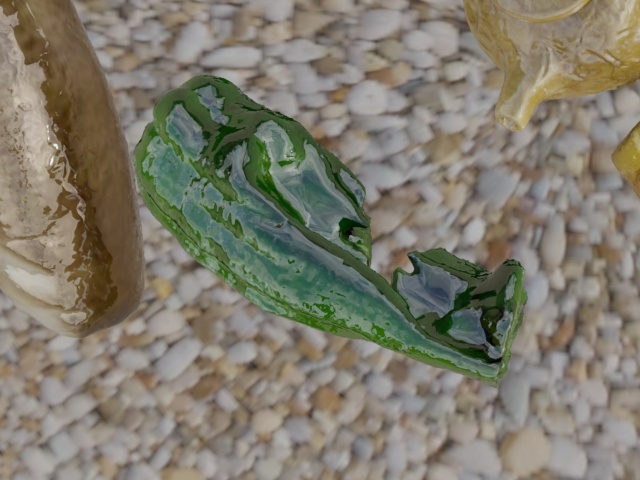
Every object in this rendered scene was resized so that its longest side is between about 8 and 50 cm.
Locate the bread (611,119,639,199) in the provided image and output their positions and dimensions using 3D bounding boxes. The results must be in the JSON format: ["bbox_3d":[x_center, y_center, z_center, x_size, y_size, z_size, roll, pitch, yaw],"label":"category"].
[{"bbox_3d":[0.366,-0.089,1.646,0.143,0.269,0.195,51,132,9],"label":"bread"}]

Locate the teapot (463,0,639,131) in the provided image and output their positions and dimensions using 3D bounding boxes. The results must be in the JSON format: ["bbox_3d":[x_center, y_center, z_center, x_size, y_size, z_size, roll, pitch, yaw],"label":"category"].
[{"bbox_3d":[0.203,-0.237,1.572,0.203,0.167,0.311,14,89,32],"label":"teapot"}]

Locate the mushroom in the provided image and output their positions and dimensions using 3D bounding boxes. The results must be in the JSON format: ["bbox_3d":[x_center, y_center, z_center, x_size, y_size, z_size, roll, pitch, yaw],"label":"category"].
[{"bbox_3d":[-0.278,-0.116,1.913,0.397,0.224,0.314,52,144,10],"label":"mushroom"}]

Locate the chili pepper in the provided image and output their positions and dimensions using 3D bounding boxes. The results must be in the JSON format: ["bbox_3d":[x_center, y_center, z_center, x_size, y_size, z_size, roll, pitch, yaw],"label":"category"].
[{"bbox_3d":[0.001,-0.001,1.044,0.253,0.083,0.099,32,55,18],"label":"chili pepper"}]
